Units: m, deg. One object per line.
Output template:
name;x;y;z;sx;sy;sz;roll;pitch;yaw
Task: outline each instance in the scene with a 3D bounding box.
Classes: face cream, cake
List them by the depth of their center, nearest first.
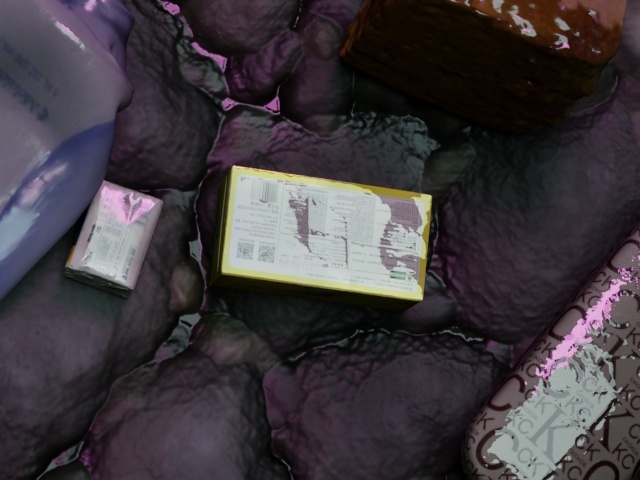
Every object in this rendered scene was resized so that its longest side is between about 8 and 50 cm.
face cream;-0.313;-0.052;1.577;0.235;0.137;0.420;43;82;-2
cake;0.162;-0.265;1.692;0.199;0.196;0.293;20;68;-9

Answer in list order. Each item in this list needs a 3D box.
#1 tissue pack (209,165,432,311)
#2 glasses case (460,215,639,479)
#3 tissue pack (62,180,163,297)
tissue pack;0.000;0.000;1.648;0.176;0.062;0.095;8;76;-12
glasses case;0.260;0.102;1.671;0.137;0.085;0.354;42;71;0
tissue pack;-0.173;-0.002;1.617;0.062;0.042;0.083;19;72;-10
